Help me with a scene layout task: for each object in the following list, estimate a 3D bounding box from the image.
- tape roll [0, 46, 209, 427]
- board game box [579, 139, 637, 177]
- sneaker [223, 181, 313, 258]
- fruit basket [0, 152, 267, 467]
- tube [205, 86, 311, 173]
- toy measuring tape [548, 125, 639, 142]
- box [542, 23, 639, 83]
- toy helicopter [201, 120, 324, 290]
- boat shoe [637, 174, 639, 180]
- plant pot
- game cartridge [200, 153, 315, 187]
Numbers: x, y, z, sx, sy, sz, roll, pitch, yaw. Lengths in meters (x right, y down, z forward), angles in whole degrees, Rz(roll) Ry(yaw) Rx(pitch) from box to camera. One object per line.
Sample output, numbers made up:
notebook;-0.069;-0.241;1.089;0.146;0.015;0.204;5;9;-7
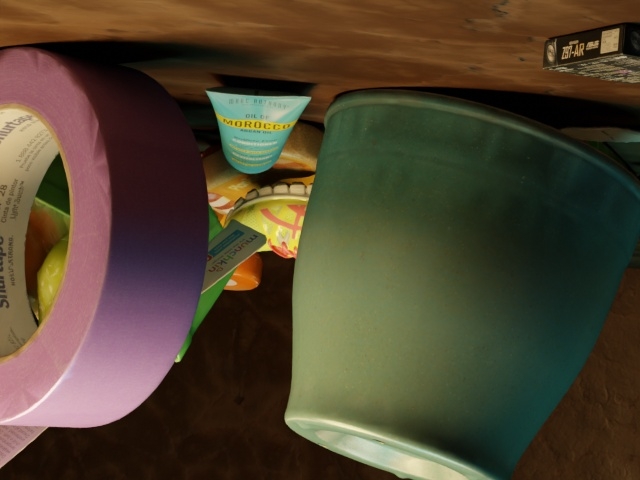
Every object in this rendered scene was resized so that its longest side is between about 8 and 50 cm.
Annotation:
tape roll;-0.202;-0.001;1.286;0.090;0.274;0.275;7;177;-43
board game box;0.175;-0.064;1.644;0.213;0.046;0.317;5;177;17
sneaker;0.000;0.000;1.590;0.208;0.094;0.081;-5;159;29
fruit basket;-0.256;0.069;1.521;0.327;0.353;0.165;23;154;49
tube;-0.053;-0.098;1.422;0.080;0.052;0.207;-1;172;-4
toy measuring tape;0.320;-0.031;1.368;0.330;0.121;0.121;4;177;32
box;0.180;-0.108;1.020;0.067;0.018;0.083;6;177;-24
toy helicopter;-0.111;-0.066;1.705;0.235;0.140;0.355;16;162;-22
boat shoe;0.390;0.034;1.691;0.258;0.089;0.109;39;-147;-10
plant pot;0.093;0.053;1.370;0.272;0.255;0.271;18;166;5
game cartridge;-0.037;-0.064;2.054;0.324;0.052;0.285;7;178;20
